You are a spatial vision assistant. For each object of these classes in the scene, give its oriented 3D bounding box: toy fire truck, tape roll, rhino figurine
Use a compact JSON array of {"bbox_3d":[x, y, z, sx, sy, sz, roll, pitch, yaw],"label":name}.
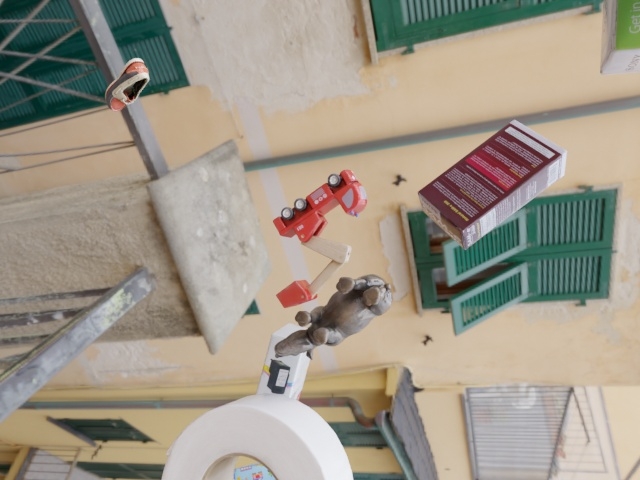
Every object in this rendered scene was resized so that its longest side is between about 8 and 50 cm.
[{"bbox_3d":[0.000,0.000,0.678,0.135,0.192,0.047,59,14,13],"label":"toy fire truck"},{"bbox_3d":[-0.097,0.383,0.687,0.100,0.286,0.286,18,67,-68],"label":"tape roll"},{"bbox_3d":[0.014,0.131,0.724,0.106,0.243,0.073,7,49,-58],"label":"rhino figurine"}]

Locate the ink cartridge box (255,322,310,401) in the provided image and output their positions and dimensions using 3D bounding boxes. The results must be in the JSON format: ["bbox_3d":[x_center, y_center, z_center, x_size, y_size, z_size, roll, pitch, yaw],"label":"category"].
[{"bbox_3d":[-0.073,0.274,0.962,0.127,0.072,0.175,-2,107,-77],"label":"ink cartridge box"}]

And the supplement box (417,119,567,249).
[{"bbox_3d":[0.321,-0.107,0.862,0.130,0.239,0.073,52,-3,38],"label":"supplement box"}]

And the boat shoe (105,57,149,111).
[{"bbox_3d":[-0.373,-0.290,0.882,0.049,0.137,0.043,-18,77,-53],"label":"boat shoe"}]

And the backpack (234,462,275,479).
[{"bbox_3d":[-0.111,0.545,0.899,0.173,0.158,0.117,-105,-165,-48],"label":"backpack"}]

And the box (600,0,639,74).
[{"bbox_3d":[0.382,-0.247,0.313,0.058,0.322,0.232,10,84,-69],"label":"box"}]
